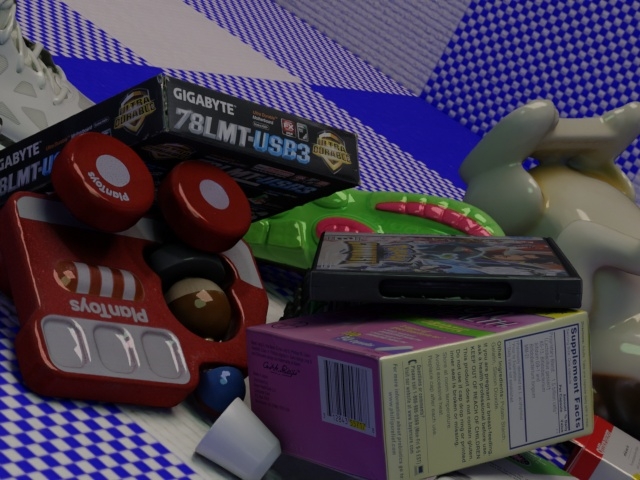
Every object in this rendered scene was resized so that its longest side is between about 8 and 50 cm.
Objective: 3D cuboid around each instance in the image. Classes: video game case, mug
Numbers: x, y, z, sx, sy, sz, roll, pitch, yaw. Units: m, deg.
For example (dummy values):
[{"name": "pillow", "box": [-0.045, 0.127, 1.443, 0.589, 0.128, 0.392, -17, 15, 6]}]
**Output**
[{"name": "video game case", "box": [0.119, 0.026, 1.628, 0.248, 0.035, 0.275, 2, 8, 2]}, {"name": "mug", "box": [-0.068, 0.184, 1.504, 0.064, 0.062, 0.078, 38, 24, 4]}]

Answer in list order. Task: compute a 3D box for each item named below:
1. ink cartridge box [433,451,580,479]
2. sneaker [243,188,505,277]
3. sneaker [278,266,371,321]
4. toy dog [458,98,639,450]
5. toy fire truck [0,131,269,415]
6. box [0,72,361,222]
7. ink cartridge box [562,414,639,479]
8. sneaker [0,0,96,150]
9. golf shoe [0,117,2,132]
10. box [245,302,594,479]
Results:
[{"name": "ink cartridge box", "box": [0.174, 0.294, 1.450, 0.211, 0.121, 0.289, 31, 16, 11]}, {"name": "sneaker", "box": [0.000, 0.000, 2.041, 0.482, 0.185, 0.202, 24, -25, 17]}, {"name": "sneaker", "box": [0.029, 0.102, 1.760, 0.146, 0.134, 0.343, 27, 16, 4]}, {"name": "toy dog", "box": [0.326, 0.075, 2.063, 0.284, 0.395, 0.408, 5, 51, -52]}, {"name": "toy fire truck", "box": [-0.174, 0.055, 1.592, 0.302, 0.169, 0.254, 13, 46, -41]}, {"name": "box", "box": [-0.160, -0.076, 1.784, 0.295, 0.293, 0.073, 11, 66, -46]}, {"name": "ink cartridge box", "box": [0.343, 0.279, 1.855, 0.231, 0.078, 0.134, 31, 16, 9]}, {"name": "sneaker", "box": [-0.362, -0.228, 1.904, 0.447, 0.257, 0.169, 19, 18, -30]}, {"name": "golf shoe", "box": [-0.422, -0.129, 1.778, 0.186, 0.086, 0.067, 26, -10, 20]}, {"name": "box", "box": [0.091, 0.128, 1.524, 0.243, 0.117, 0.213, -9, 9, -33]}]
